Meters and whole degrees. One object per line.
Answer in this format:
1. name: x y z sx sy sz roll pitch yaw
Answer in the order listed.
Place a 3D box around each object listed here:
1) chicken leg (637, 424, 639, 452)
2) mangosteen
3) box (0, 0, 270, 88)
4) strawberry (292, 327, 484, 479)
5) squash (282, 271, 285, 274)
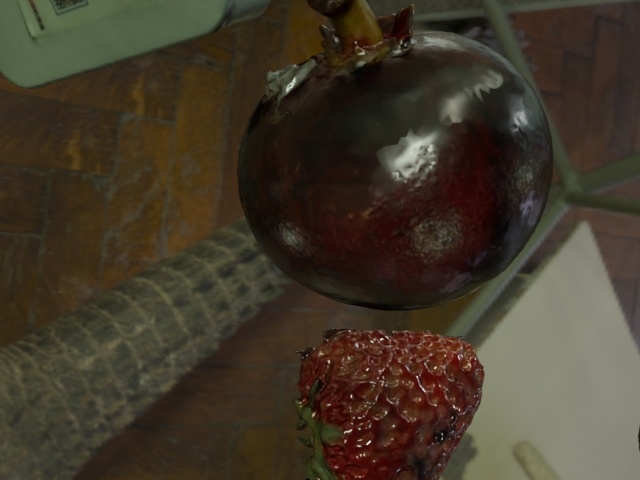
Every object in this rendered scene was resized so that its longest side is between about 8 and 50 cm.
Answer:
1. chicken leg: 0.273 0.220 0.821 0.069 0.085 0.197 20 59 -50
2. mangosteen: 0.046 -0.083 0.790 0.235 0.236 0.261 -38 124 -33
3. box: -0.259 -0.377 1.119 0.111 0.397 0.395 -37 113 -45
4. strawberry: 0.108 0.249 1.405 0.280 0.150 0.253 3 95 -32
5. squash: 0.000 0.000 1.196 0.066 0.229 0.066 4 76 -16
